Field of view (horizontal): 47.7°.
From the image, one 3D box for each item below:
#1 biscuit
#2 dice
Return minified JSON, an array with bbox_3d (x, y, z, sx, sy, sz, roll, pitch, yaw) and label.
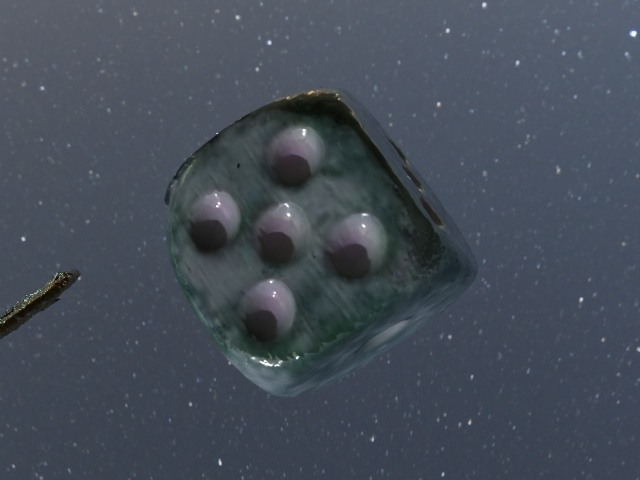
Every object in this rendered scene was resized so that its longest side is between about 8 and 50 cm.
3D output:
[{"bbox_3d":[-0.431,0.107,1.030,0.220,0.220,0.033,-44,-77,-34],"label":"biscuit"},{"bbox_3d":[0.000,0.000,1.047,0.330,0.328,0.348,-38,-107,13],"label":"dice"}]
